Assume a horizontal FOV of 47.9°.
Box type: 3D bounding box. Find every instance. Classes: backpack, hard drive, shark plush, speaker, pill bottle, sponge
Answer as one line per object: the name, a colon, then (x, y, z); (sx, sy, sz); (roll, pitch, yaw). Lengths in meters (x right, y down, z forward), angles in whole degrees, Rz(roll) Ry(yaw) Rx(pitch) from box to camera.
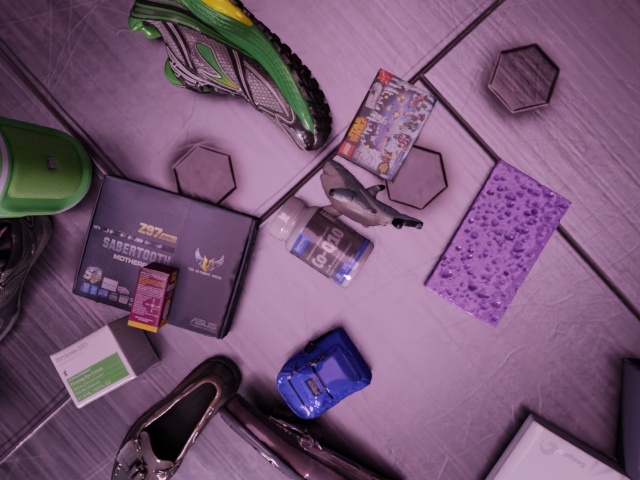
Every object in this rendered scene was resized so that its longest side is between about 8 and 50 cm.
backpack: (-0.003, 0.191, 1.017); (0.120, 0.101, 0.098); (-33, 83, 8)
hard drive: (0.304, 0.426, 1.023); (0.203, 0.040, 0.307); (31, 100, 2)
shark plush: (0.072, -0.059, 1.022); (0.161, 0.073, 0.067); (20, 64, 8)
speaker: (-0.404, -0.094, 0.934); (0.131, 0.296, 0.131); (0, 93, 5)
pill bottle: (0.000, 0.000, 1.016); (0.137, 0.078, 0.078); (33, 95, 2)
sponge: (0.248, 0.005, 1.020); (0.117, 0.031, 0.210); (30, 94, 2)

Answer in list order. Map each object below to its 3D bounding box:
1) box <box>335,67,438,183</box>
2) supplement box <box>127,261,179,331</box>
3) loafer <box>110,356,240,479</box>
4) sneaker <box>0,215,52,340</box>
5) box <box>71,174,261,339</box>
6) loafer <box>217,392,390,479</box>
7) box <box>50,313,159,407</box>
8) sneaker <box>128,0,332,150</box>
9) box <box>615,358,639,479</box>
box: (0.094, -0.162, 1.025); (0.094, 0.027, 0.137); (28, 95, 4)
supplement box: (-0.229, 0.077, 0.991); (0.043, 0.055, 0.083); (14, 97, 3)
loafer: (-0.224, 0.280, 1.046); (0.096, 0.084, 0.267); (40, 95, 2)
sneaker: (-0.478, 0.059, 1.034); (0.087, 0.130, 0.227); (29, 97, 4)
box: (-0.222, 0.022, 1.045); (0.233, 0.059, 0.183); (17, 94, 3)
loafer: (-0.008, 0.308, 1.034); (0.302, 0.109, 0.095); (41, 76, -4)
box: (-0.308, 0.171, 1.039); (0.101, 0.102, 0.087); (-29, 89, 7)
sneaker: (-0.121, -0.241, 1.001); (0.343, 0.134, 0.146); (45, 102, 10)
box: (0.522, 0.249, 0.972); (0.207, 0.108, 0.153); (5, 94, 5)
